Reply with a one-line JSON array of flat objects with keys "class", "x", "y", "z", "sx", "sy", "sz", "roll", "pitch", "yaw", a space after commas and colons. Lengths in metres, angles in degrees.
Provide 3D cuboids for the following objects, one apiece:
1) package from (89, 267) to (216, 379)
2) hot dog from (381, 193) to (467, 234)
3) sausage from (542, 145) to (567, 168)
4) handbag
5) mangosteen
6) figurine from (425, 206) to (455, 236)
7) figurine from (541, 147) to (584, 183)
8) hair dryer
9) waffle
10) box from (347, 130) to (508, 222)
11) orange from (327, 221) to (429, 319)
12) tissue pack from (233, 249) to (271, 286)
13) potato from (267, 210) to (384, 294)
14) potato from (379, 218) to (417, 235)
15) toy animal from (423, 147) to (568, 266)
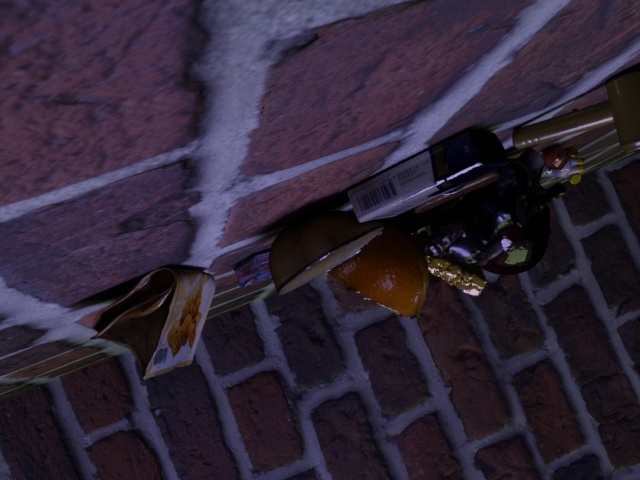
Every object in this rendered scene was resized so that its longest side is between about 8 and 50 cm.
[{"class": "package", "x": -0.351, "y": 0.148, "z": 1.590, "sx": 0.165, "sy": 0.221, "sz": 0.311, "roll": 17, "pitch": 180, "yaw": 6}, {"class": "hot dog", "x": 0.252, "y": -0.069, "z": 1.990, "sx": 0.289, "sy": 0.068, "sz": 0.083, "roll": -31, "pitch": -170, "yaw": -10}, {"class": "sausage", "x": 0.639, "y": -0.223, "z": 2.091, "sx": 0.065, "sy": 0.065, "sz": 0.169, "roll": -24, "pitch": 173, "yaw": 20}, {"class": "handbag", "x": 0.274, "y": -0.126, "z": 1.600, "sx": 0.193, "sy": 0.072, "sz": 0.151, "roll": -21, "pitch": 174, "yaw": 7}, {"class": "mangosteen", "x": 0.485, "y": -0.050, "z": 2.104, "sx": 0.300, "sy": 0.300, "sz": 0.300, "roll": -22, "pitch": 174, "yaw": -2}, {"class": "figurine", "x": 0.438, "y": -0.060, "z": 2.316, "sx": 0.263, "sy": 0.162, "sz": 0.143, "roll": -13, "pitch": -176, "yaw": 0}, {"class": "figurine", "x": 0.701, "y": -0.217, "z": 2.298, "sx": 0.178, "sy": 0.109, "sz": 0.129, "roll": -12, "pitch": -169, "yaw": -42}, {"class": "hair dryer", "x": 0.488, "y": -0.210, "z": 1.408, "sx": 0.278, "sy": 0.135, "sz": 0.090, "roll": -14, "pitch": 179, "yaw": 36}, {"class": "waffle", "x": 0.305, "y": 0.041, "z": 1.959, "sx": 0.057, "sy": 0.219, "sz": 0.229, "roll": -62, "pitch": -174, "yaw": 18}, {"class": "box", "x": 0.196, "y": -0.115, "z": 1.395, "sx": 0.259, "sy": 0.071, "sz": 0.168, "roll": -24, "pitch": 174, "yaw": 30}, {"class": "orange", "x": 0.130, "y": 0.080, "z": 1.797, "sx": 0.274, "sy": 0.274, "sz": 0.310, "roll": -21, "pitch": 151, "yaw": -11}, {"class": "tissue pack", "x": -0.117, "y": 0.058, "z": 1.871, "sx": 0.155, "sy": 0.065, "sz": 0.115, "roll": -18, "pitch": 173, "yaw": -37}, {"class": "potato", "x": 0.000, "y": 0.000, "z": 1.522, "sx": 0.239, "sy": 0.116, "sz": 0.299, "roll": -23, "pitch": 172, "yaw": -21}, {"class": "potato", "x": 0.158, "y": 0.005, "z": 2.154, "sx": 0.251, "sy": 0.113, "sz": 0.149, "roll": -27, "pitch": -178, "yaw": 22}, {"class": "toy animal", "x": 0.398, "y": -0.074, "z": 1.812, "sx": 0.344, "sy": 0.194, "sz": 0.302, "roll": -49, "pitch": 160, "yaw": 24}]
